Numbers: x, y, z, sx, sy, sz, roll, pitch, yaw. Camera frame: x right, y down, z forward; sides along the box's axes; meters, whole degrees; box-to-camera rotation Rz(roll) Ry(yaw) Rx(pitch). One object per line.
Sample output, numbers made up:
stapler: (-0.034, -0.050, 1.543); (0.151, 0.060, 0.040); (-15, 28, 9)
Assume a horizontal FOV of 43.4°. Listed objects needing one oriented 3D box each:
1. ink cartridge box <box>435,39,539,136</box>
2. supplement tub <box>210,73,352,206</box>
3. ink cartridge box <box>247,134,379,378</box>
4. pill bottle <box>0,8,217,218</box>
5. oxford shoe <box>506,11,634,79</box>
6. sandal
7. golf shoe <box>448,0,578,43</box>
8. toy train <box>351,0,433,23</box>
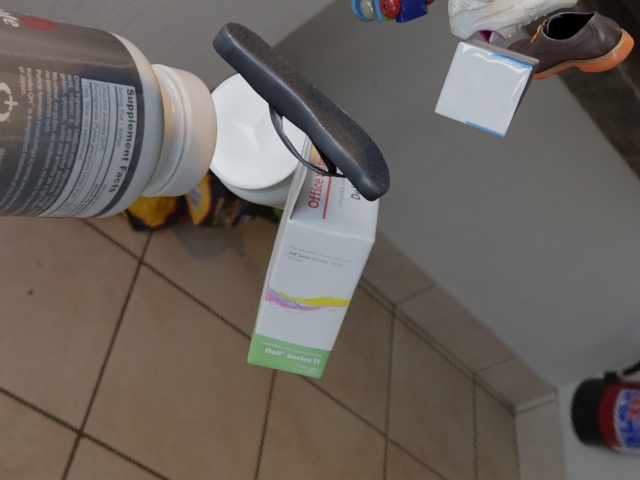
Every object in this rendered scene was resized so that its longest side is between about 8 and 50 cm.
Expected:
ink cartridge box: (0.213, -0.195, 1.011); (0.092, 0.090, 0.143); (23, 21, 13)
supplement tub: (-0.067, -0.178, 1.501); (0.241, 0.241, 0.331); (67, 14, 9)
ink cartridge box: (0.000, 0.000, 1.129); (0.119, 0.353, 0.207); (14, 40, -4)
pill bottle: (-0.253, -0.108, 0.712); (0.319, 0.176, 0.176); (0, 66, -48)
oxford shoe: (0.395, -0.340, 1.353); (0.098, 0.271, 0.097); (39, 77, -25)
sandal: (-0.021, -0.133, 0.871); (0.254, 0.054, 0.097); (46, 25, 12)
golf shoe: (0.390, -0.477, 1.648); (0.306, 0.140, 0.115); (-5, 28, -20)
toy train: (0.095, -0.498, 1.381); (0.105, 0.143, 0.248); (-28, 111, -29)
